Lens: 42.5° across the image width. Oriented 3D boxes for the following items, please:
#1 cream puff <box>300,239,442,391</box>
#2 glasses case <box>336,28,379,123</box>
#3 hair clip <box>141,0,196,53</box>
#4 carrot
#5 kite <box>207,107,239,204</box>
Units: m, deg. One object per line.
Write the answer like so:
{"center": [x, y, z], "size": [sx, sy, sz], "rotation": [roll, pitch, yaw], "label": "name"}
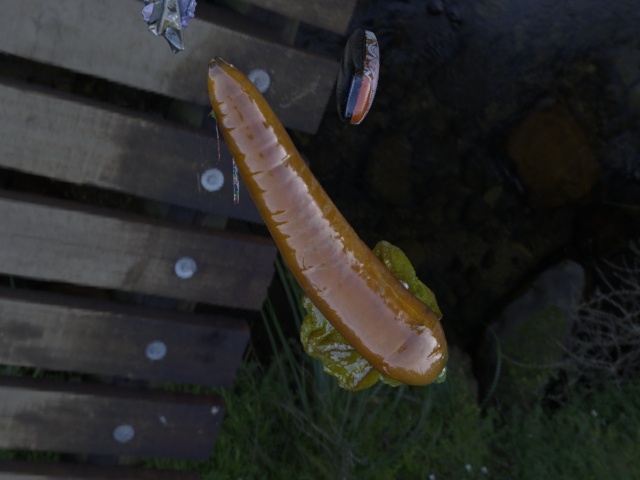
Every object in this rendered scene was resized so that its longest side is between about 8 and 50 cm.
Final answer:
{"center": [0.088, 0.128, 1.351], "size": [0.244, 0.196, 0.244], "rotation": [-13, 132, -15], "label": "cream puff"}
{"center": [0.065, -0.291, 1.439], "size": [0.067, 0.267, 0.103], "rotation": [15, 122, -5], "label": "glasses case"}
{"center": [-0.275, -0.458, 1.456], "size": [0.106, 0.292, 0.084], "rotation": [-16, 156, 27], "label": "hair clip"}
{"center": [-0.001, 0.000, 0.547], "size": [0.062, 0.066, 0.271], "rotation": [-38, 105, 3], "label": "carrot"}
{"center": [-0.161, -0.188, 1.518], "size": [0.006, 0.198, 0.244], "rotation": [-3, 87, 18], "label": "kite"}
